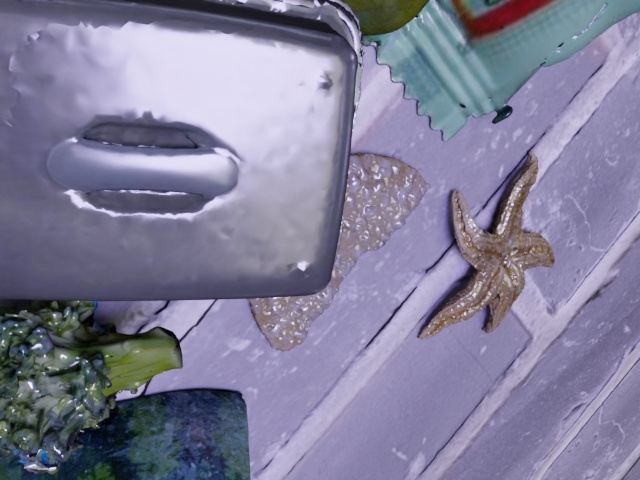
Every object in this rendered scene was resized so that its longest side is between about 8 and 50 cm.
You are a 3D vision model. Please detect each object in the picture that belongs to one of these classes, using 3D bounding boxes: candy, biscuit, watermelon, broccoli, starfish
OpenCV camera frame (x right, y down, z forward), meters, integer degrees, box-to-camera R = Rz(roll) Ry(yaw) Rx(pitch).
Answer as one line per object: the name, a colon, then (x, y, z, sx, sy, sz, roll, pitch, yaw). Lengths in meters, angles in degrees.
candy: (0.213, -0.295, 0.529, 0.398, 0.172, 0.263, -37, 115, 13)
biscuit: (0.000, -0.004, 0.581, 0.250, 0.032, 0.133, -48, 123, -2)
watermelon: (-0.148, 0.310, 0.538, 0.251, 0.283, 0.292, -31, 149, 2)
broccoli: (-0.187, 0.097, 0.434, 0.160, 0.154, 0.167, -13, 124, -5)
starfish: (0.228, 0.024, 0.714, 0.236, 0.062, 0.277, 26, 91, -39)

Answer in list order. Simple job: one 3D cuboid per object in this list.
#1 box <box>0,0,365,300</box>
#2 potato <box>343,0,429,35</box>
box: (-0.118, -0.068, 0.380, 0.291, 0.166, 0.220, 1, 111, -16)
potato: (0.010, -0.273, 0.387, 0.148, 0.187, 0.253, -69, 145, -46)
